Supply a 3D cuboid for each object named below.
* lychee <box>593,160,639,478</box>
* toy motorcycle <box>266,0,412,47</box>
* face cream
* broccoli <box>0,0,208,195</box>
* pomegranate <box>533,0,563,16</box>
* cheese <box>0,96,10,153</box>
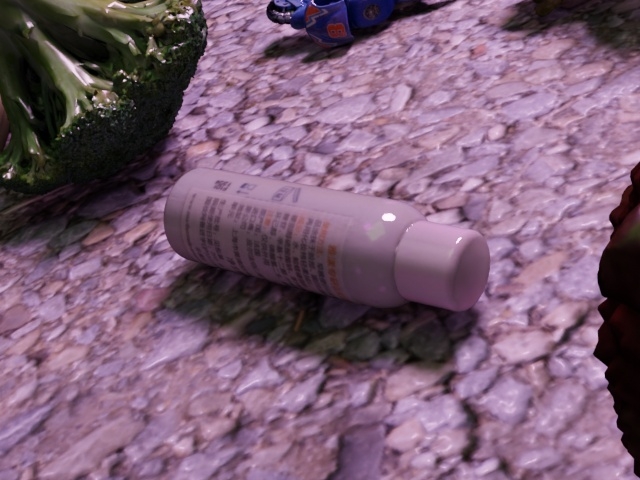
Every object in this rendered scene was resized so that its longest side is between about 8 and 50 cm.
[{"bbox_3d":[0.264,0.031,0.369,0.330,0.306,0.306,5,36,-12],"label":"lychee"},{"bbox_3d":[0.044,-0.269,1.041,0.205,0.076,0.114,-23,46,-4],"label":"toy motorcycle"},{"bbox_3d":[0.000,0.000,0.720,0.269,0.082,0.082,13,49,36],"label":"face cream"},{"bbox_3d":[-0.242,-0.187,0.921,0.269,0.269,0.254,-16,44,9],"label":"broccoli"},{"bbox_3d":[0.303,-0.331,0.882,0.301,0.236,0.236,-32,28,35],"label":"pomegranate"},{"bbox_3d":[-0.391,-0.191,1.046,0.163,0.071,0.249,19,90,22],"label":"cheese"}]
